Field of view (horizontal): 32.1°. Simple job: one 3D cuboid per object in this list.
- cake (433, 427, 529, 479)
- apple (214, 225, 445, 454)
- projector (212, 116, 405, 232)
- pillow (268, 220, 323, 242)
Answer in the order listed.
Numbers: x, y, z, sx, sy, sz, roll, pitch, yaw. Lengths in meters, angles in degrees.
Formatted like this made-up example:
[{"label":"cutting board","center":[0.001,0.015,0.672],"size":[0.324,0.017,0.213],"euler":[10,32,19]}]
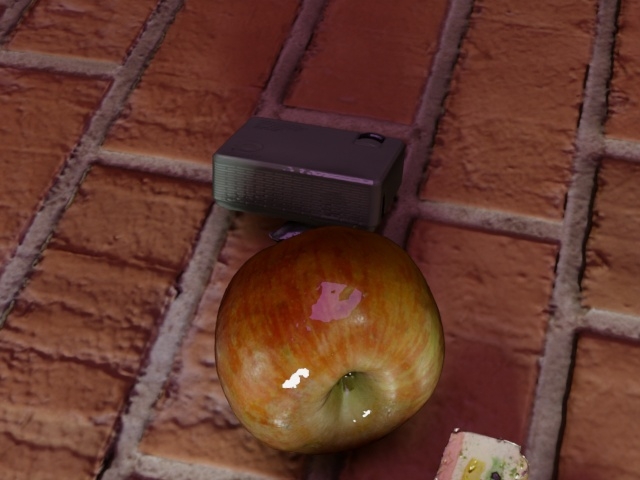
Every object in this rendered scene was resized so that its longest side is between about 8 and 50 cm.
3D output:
[{"label":"cake","center":[0.177,0.351,1.355],"size":[0.109,0.090,0.225],"euler":[17,71,13]},{"label":"apple","center":[0.008,0.114,1.410],"size":[0.302,0.301,0.301],"euler":[-1,49,1]},{"label":"projector","center":[-0.015,-0.100,1.678],"size":[0.257,0.099,0.192],"euler":[10,28,12]},{"label":"pillow","center":[0.000,-0.002,1.653],"size":[0.136,0.055,0.091],"euler":[21,52,18]}]
